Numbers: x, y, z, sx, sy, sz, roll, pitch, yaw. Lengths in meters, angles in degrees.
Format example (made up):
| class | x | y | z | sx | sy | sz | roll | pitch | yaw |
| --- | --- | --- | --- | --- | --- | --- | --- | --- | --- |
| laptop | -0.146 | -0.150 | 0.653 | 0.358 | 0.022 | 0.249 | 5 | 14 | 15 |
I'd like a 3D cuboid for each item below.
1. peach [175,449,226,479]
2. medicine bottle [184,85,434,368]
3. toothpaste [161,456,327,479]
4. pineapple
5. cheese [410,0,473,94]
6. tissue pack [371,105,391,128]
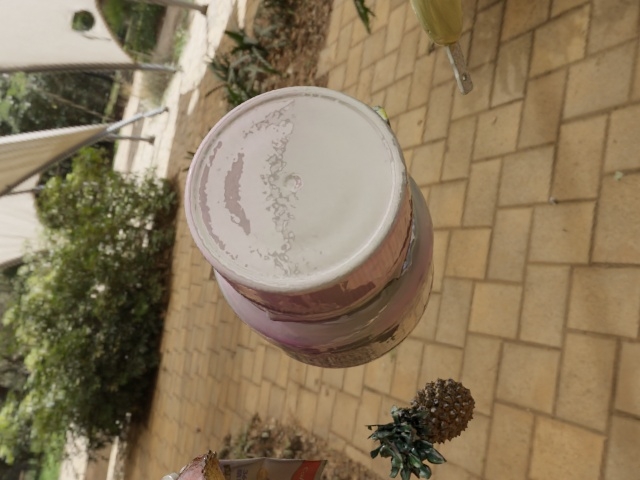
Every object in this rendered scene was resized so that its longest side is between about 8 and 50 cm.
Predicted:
| class | x | y | z | sx | sy | sz | roll | pitch | yaw |
| --- | --- | --- | --- | --- | --- | --- | --- | --- | --- |
| peach | -0.111 | 0.248 | 0.586 | 0.098 | 0.061 | 0.098 | 155 | 90 | -84 |
| medicine bottle | 0.000 | 0.000 | 0.717 | 0.325 | 0.256 | 0.256 | 61 | -150 | -67 |
| toothpaste | -0.088 | 0.324 | 0.829 | 0.048 | 0.301 | 0.075 | -21 | 62 | 30 |
| pineapple | 0.153 | 0.251 | 0.864 | 0.103 | 0.221 | 0.083 | 39 | 119 | 25 |
| cheese | 0.248 | -0.406 | 1.224 | 0.050 | 0.255 | 0.127 | -2 | 33 | 45 |
| tissue pack | 0.051 | -0.097 | 1.127 | 0.081 | 0.185 | 0.257 | -103 | -4 | -51 |
